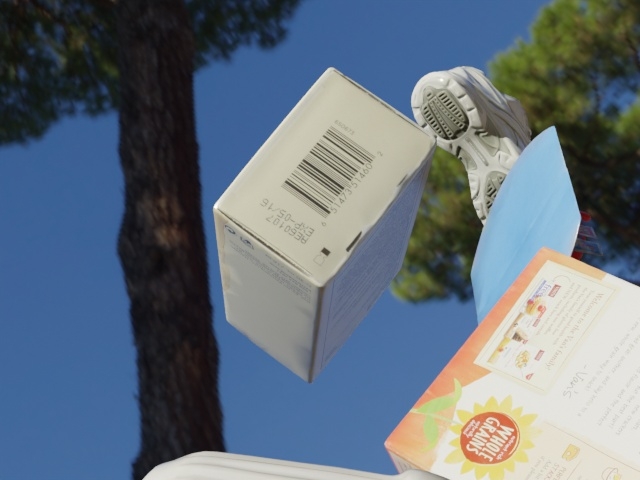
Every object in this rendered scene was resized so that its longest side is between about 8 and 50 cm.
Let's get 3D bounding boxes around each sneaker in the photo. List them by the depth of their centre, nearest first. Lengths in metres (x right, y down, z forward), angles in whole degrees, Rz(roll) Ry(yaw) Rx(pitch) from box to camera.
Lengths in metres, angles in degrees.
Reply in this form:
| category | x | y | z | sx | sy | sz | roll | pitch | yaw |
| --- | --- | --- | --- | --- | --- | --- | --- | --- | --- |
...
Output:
| category | x | y | z | sx | sy | sz | roll | pitch | yaw |
| --- | --- | --- | --- | --- | --- | --- | --- | --- | --- |
| sneaker | 0.203 | -0.096 | 1.412 | 0.090 | 0.232 | 0.115 | -29 | 4 | 44 |

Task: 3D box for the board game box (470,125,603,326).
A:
| category | x | y | z | sx | sy | sz | roll | pitch | yaw |
| --- | --- | --- | --- | --- | --- | --- | --- | --- | --- |
| board game box | 0.148 | 0.009 | 0.882 | 0.033 | 0.169 | 0.133 | 18 | -57 | -12 |

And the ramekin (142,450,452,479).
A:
| category | x | y | z | sx | sy | sz | roll | pitch | yaw |
| --- | --- | --- | --- | --- | --- | --- | --- | --- | --- |
| ramekin | -0.038 | 0.210 | 0.527 | 0.127 | 0.273 | 0.273 | 15 | -56 | 4 |

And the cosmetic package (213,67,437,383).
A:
| category | x | y | z | sx | sy | sz | roll | pitch | yaw |
| --- | --- | --- | --- | --- | --- | --- | --- | --- | --- |
| cosmetic package | 0.000 | 0.000 | 1.145 | 0.160 | 0.113 | 0.309 | -51 | -10 | -18 |

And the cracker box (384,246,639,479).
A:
| category | x | y | z | sx | sy | sz | roll | pitch | yaw |
| --- | --- | --- | --- | --- | --- | --- | --- | --- | --- |
| cracker box | 0.172 | 0.116 | 0.687 | 0.156 | 0.232 | 0.067 | -48 | -40 | -20 |
